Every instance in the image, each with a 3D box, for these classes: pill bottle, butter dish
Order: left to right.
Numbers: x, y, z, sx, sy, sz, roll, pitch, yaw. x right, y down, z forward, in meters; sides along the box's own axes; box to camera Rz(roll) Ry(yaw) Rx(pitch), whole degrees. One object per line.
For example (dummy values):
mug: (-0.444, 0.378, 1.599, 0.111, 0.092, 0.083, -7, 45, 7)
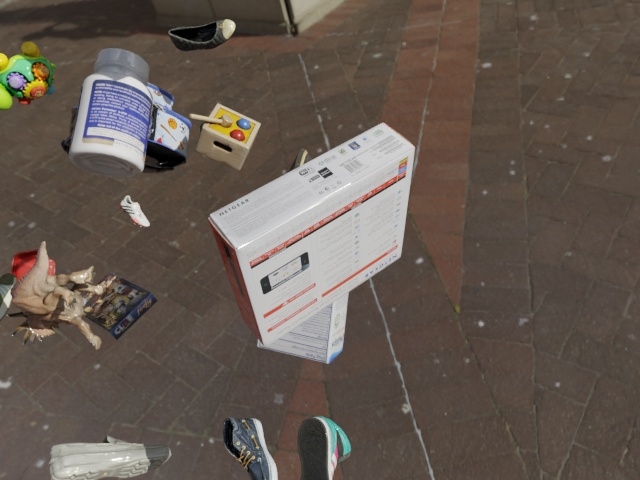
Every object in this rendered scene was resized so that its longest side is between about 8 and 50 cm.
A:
butter dish: (-0.928, 0.119, 1.687, 0.119, 0.160, 0.160, 13, 7, 6)
pill bottle: (-0.332, -0.206, 0.827, 0.112, 0.112, 0.186, -1, 75, 16)

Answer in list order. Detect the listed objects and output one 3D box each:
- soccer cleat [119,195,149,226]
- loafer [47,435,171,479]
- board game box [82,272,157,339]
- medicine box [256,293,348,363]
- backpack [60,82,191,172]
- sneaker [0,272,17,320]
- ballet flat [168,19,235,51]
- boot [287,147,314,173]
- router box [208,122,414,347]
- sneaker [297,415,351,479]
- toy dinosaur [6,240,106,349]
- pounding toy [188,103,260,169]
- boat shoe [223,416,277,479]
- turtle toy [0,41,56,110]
soccer cleat: (-0.398, -0.062, 1.103, 0.083, 0.035, 0.029, 41, 24, 13)
loafer: (-0.562, 0.581, 1.388, 0.112, 0.320, 0.111, -50, 49, 25)
board game box: (-0.645, 0.198, 1.594, 0.243, 0.042, 0.165, 15, 52, 37)
medicine box: (-0.056, 0.237, 1.733, 0.264, 0.289, 0.149, 9, 9, 20)
backpack: (-0.469, -0.278, 1.297, 0.277, 0.263, 0.213, 0, 72, 44)
sneaker: (-0.812, 0.126, 1.261, 0.064, 0.086, 0.192, -47, 35, 10)
ballet flat: (-0.260, -0.450, 1.119, 0.173, 0.049, 0.057, -1, 71, 29)
boot: (0.005, -0.118, 1.017, 0.137, 0.076, 0.198, 30, 16, -4)
router box: (0.000, 0.000, 0.884, 0.336, 0.301, 0.082, -31, 57, -20)
sneaker: (0.003, 0.610, 1.354, 0.124, 0.178, 0.295, 0, 80, 22)
toy dinosaur: (-0.569, 0.128, 1.057, 0.201, 0.295, 0.127, 1, 52, 2)
pounding toy: (-0.222, -0.248, 1.162, 0.141, 0.100, 0.130, 24, 43, -10)
boat shoe: (-0.157, 0.463, 1.098, 0.065, 0.083, 0.183, -53, 40, 19)
turtle toy: (-0.495, -0.259, 0.842, 0.130, 0.095, 0.066, -35, 82, -23)
